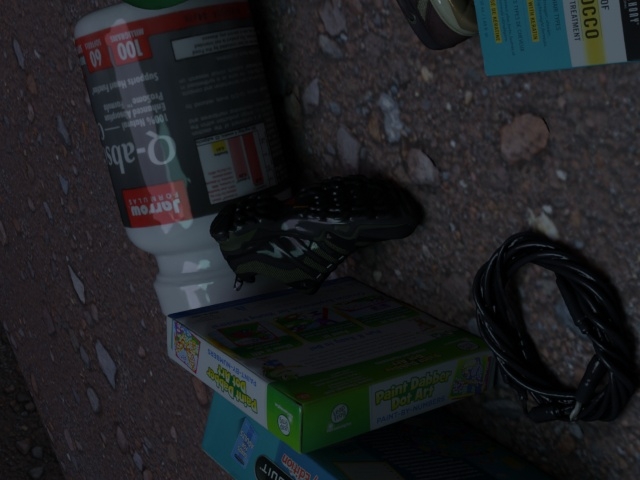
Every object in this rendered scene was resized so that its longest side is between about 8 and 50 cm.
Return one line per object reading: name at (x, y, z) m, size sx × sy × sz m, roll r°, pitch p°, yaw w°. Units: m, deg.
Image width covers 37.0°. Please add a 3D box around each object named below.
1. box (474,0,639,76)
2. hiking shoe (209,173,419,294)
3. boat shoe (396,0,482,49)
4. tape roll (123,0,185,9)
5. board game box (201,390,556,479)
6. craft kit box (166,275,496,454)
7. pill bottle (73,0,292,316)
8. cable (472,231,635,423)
box at (0.221, -0.182, 0.704) m, size 0.244 × 0.060 × 0.101 m, roll 6°, pitch 111°, yaw 55°
hiking shoe at (0.000, 0.000, 1.041) m, size 0.226 × 0.086 × 0.114 m, roll -5°, pitch 128°, yaw 15°
boat shoe at (0.066, -0.299, 0.836) m, size 0.092 × 0.103 × 0.285 m, roll -27°, pitch 90°, yaw 52°
tape roll at (-0.150, -0.399, 0.973) m, size 0.321 × 0.077 × 0.321 m, roll -16°, pitch 65°, yaw 37°
board game box at (0.080, 0.240, 0.937) m, size 0.336 × 0.253 × 0.079 m, roll 28°, pitch 108°, yaw 47°
craft kit box at (0.008, 0.115, 0.991) m, size 0.246 × 0.250 × 0.061 m, roll 20°, pitch 115°, yaw 51°
pill bottle at (-0.150, -0.105, 1.147) m, size 0.210 × 0.210 × 0.363 m, roll 1°, pitch 107°, yaw 55°
cable at (0.209, 0.081, 0.869) m, size 0.150 × 0.047 × 0.184 m, roll -8°, pitch 99°, yaw 56°
